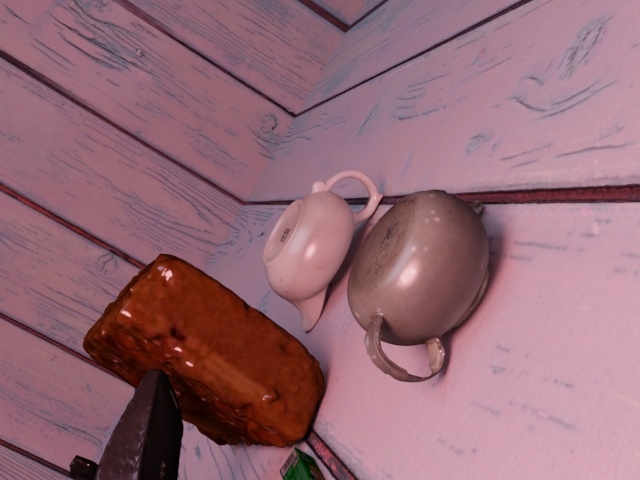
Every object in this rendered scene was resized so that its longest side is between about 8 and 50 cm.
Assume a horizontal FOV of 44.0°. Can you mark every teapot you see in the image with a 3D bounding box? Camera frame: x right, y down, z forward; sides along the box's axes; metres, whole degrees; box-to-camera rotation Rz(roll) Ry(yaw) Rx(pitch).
[{"bbox_3d":[0.122,0.038,0.946,0.193,0.130,0.294,-42,24,50],"label":"teapot"},{"bbox_3d":[0.000,0.000,1.435,0.299,0.166,0.208,-53,6,-7],"label":"teapot"}]

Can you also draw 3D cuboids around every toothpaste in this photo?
[{"bbox_3d":[-0.015,0.318,1.003,0.043,0.037,0.178,-55,14,-2],"label":"toothpaste"}]

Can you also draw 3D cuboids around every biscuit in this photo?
[{"bbox_3d":[-0.193,0.187,1.285,0.166,0.343,0.395,-60,16,-24],"label":"biscuit"}]

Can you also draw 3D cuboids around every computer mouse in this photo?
[{"bbox_3d":[-0.251,0.316,1.070,0.295,0.087,0.168,-88,-8,-48],"label":"computer mouse"}]

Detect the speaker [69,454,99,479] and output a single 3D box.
[{"bbox_3d":[-0.301,0.471,1.223,0.184,0.254,0.232,-64,14,-15],"label":"speaker"}]
